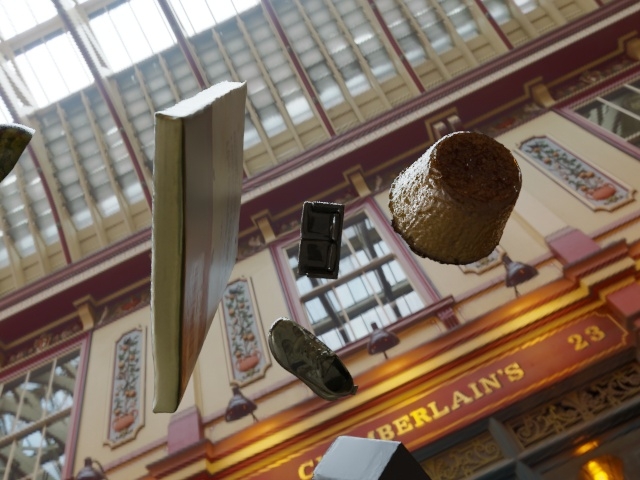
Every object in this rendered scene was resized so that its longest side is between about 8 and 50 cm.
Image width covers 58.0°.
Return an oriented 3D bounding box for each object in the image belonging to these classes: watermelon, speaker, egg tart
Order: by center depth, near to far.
[{"bbox_3d":[0.087,0.251,0.461,0.218,0.082,0.044,54,-126,-13],"label":"speaker"},{"bbox_3d":[-0.543,-0.148,0.965,0.069,0.163,0.087,37,-39,-29],"label":"watermelon"},{"bbox_3d":[0.228,-0.077,0.972,0.215,0.215,0.171,-6,-27,-12],"label":"egg tart"}]

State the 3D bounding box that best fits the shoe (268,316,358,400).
[{"bbox_3d":[-0.015,0.292,1.410,0.275,0.098,0.103,44,-120,-19],"label":"shoe"}]

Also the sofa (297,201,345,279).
[{"bbox_3d":[0.000,0.000,1.123,0.085,0.060,0.147,6,-88,4],"label":"sofa"}]

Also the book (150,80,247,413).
[{"bbox_3d":[-0.091,-0.023,0.478,0.026,0.289,0.201,4,-72,-2],"label":"book"}]
